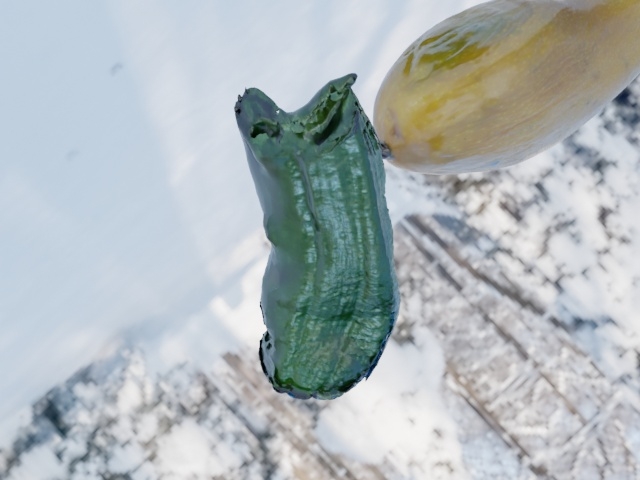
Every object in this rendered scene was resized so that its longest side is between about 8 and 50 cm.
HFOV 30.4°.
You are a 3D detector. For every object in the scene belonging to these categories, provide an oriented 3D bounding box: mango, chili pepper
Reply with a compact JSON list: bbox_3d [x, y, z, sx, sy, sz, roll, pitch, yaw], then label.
[{"bbox_3d":[0.201,-0.164,1.161,0.359,0.144,0.187,-24,157,-27],"label":"mango"},{"bbox_3d":[0.001,-0.001,0.697,0.061,0.098,0.224,-49,146,-50],"label":"chili pepper"}]
